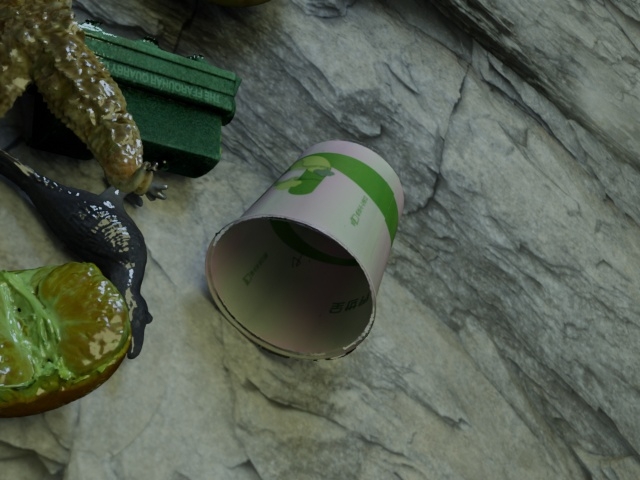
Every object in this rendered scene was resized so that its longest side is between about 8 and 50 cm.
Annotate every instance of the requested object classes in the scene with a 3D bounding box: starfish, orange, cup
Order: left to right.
[{"bbox_3d":[-0.401,-0.202,1.320,0.324,0.082,0.432,-18,68,-3],"label":"starfish"},{"bbox_3d":[-0.349,0.116,1.240,0.237,0.158,0.179,-12,68,-38],"label":"orange"},{"bbox_3d":[0.000,0.000,1.540,0.253,0.253,0.274,45,40,-10],"label":"cup"}]

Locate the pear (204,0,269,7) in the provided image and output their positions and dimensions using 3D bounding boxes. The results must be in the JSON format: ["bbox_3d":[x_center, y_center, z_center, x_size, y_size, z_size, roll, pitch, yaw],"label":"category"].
[{"bbox_3d":[-0.126,-0.552,1.681,0.348,0.348,0.348,19,56,-30],"label":"pear"}]

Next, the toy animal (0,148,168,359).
[{"bbox_3d":[-0.301,-0.035,1.416,0.367,0.081,0.206,50,44,0],"label":"toy animal"}]

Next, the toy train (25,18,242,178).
[{"bbox_3d":[-0.269,-0.189,1.495,0.330,0.138,0.178,13,66,-33],"label":"toy train"}]
